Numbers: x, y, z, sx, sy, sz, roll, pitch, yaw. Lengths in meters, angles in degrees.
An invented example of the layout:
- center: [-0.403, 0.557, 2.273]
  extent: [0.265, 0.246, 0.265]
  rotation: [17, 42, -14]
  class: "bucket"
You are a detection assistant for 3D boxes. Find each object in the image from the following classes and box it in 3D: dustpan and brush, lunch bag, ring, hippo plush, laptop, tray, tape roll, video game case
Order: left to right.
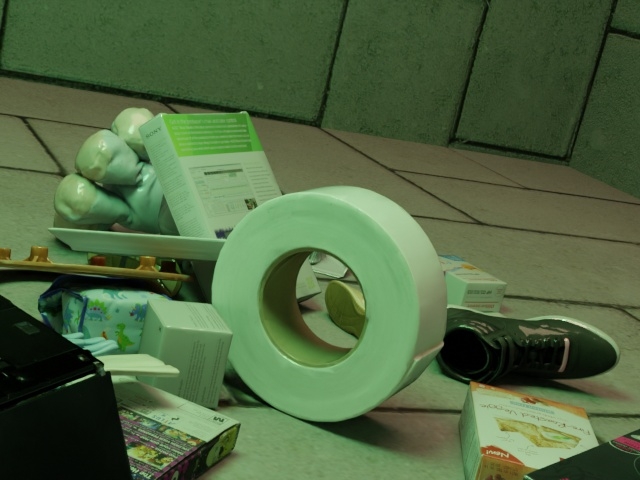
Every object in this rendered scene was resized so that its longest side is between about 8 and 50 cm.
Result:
- center: [-0.299, 0.168, 0.972]
  extent: [0.264, 0.136, 0.234]
  rotation: [29, 18, 19]
  class: "laptop"
- center: [-0.337, 0.029, 1.525]
  extent: [0.337, 0.032, 0.336]
  rotation: [5, -2, 0]
  class: "ring"
- center: [-0.232, 0.198, 1.188]
  extent: [0.232, 0.041, 0.210]
  rotation: [18, 15, 18]
  class: "video game case"
- center: [-0.278, 0.094, 1.446]
  extent: [0.129, 0.096, 0.151]
  rotation: [6, 3, -34]
  class: "lunch bag"
- center: [-0.276, -0.038, 1.826]
  extent: [0.237, 0.234, 0.294]
  rotation: [35, -23, 13]
  class: "hippo plush"
- center: [-0.221, 0.009, 1.541]
  extent: [0.271, 0.030, 0.145]
  rotation: [4, -4, 12]
  class: "tray"
- center: [0.000, 0.000, 2.097]
  extent: [0.147, 0.060, 0.211]
  rotation: [16, 15, 9]
  class: "dustpan and brush"
- center: [0.011, 0.076, 1.391]
  extent: [0.286, 0.286, 0.100]
  rotation: [20, 15, 23]
  class: "tape roll"

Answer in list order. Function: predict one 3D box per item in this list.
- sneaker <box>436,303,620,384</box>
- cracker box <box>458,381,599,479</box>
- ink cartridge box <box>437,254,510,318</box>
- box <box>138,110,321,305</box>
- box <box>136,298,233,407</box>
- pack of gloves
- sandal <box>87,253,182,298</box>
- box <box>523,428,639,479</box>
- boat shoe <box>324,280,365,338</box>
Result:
- center: [0.297, 0.171, 1.669]
  extent: [0.296, 0.104, 0.147]
  rotation: [10, 16, 7]
  class: "sneaker"
- center: [0.255, 0.256, 1.366]
  extent: [0.156, 0.067, 0.232]
  rotation: [13, 15, 0]
  class: "cracker box"
- center: [0.257, 0.084, 2.018]
  extent: [0.104, 0.061, 0.181]
  rotation: [2, 19, -38]
  class: "ink cartridge box"
- center: [-0.133, -0.042, 1.719]
  extent: [0.058, 0.321, 0.232]
  rotation: [-25, -7, 30]
  class: "box"
- center: [-0.167, 0.136, 1.361]
  extent: [0.087, 0.101, 0.102]
  rotation: [7, 15, -24]
  class: "box"
- center: [-0.303, 0.137, 1.224]
  extent: [0.232, 0.046, 0.195]
  rotation: [6, 4, -37]
  class: "pack of gloves"
- center: [-0.277, 0.039, 1.715]
  extent: [0.180, 0.072, 0.049]
  rotation: [17, -7, 29]
  class: "sandal"
- center: [0.314, 0.299, 1.108]
  extent: [0.165, 0.143, 0.270]
  rotation: [25, 19, 36]
  class: "box"
- center: [0.069, 0.117, 1.737]
  extent: [0.059, 0.063, 0.170]
  rotation: [5, 26, -39]
  class: "boat shoe"
